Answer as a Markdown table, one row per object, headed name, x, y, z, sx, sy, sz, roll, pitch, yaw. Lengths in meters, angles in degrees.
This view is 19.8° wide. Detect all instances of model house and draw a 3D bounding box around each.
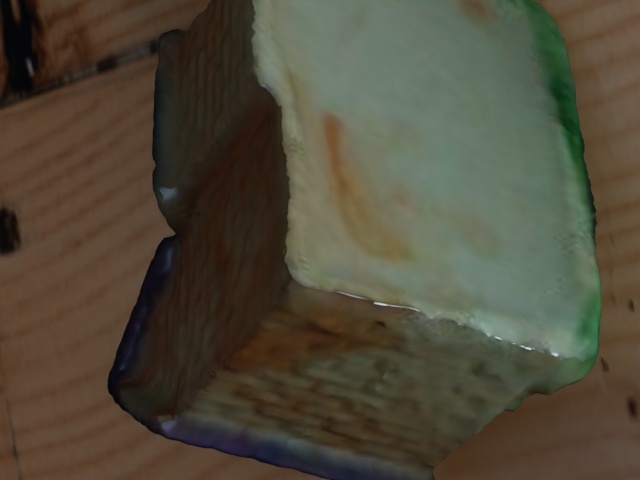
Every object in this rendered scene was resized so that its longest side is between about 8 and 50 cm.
| name | x | y | z | sx | sy | sz | roll | pitch | yaw |
| --- | --- | --- | --- | --- | --- | --- | --- | --- | --- |
| model house | 0.000 | 0.000 | 1.179 | 0.280 | 0.245 | 0.312 | 129 | 147 | -47 |
